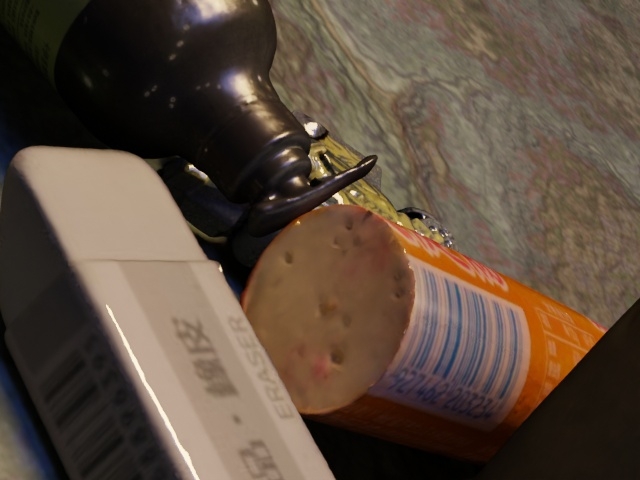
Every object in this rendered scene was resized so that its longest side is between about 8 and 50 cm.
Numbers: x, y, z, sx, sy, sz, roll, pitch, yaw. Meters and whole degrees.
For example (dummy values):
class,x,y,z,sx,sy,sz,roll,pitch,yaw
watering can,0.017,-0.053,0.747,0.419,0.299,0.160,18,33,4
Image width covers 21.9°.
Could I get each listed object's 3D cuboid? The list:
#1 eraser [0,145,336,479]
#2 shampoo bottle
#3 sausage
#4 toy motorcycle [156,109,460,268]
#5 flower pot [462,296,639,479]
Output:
class,x,y,z,sx,sy,sz,roll,pitch,yaw
eraser,-0.032,0.117,0.632,0.089,0.061,0.352,2,52,-54
shampoo bottle,-0.093,-0.113,0.756,0.284,0.101,0.101,50,27,20
sausage,0.086,0.065,0.800,0.312,0.093,0.093,23,36,-52
toy motorcycle,0.000,0.000,0.825,0.193,0.061,0.124,31,40,-28
flower pot,0.180,0.110,0.663,0.269,0.166,0.269,18,16,-5
